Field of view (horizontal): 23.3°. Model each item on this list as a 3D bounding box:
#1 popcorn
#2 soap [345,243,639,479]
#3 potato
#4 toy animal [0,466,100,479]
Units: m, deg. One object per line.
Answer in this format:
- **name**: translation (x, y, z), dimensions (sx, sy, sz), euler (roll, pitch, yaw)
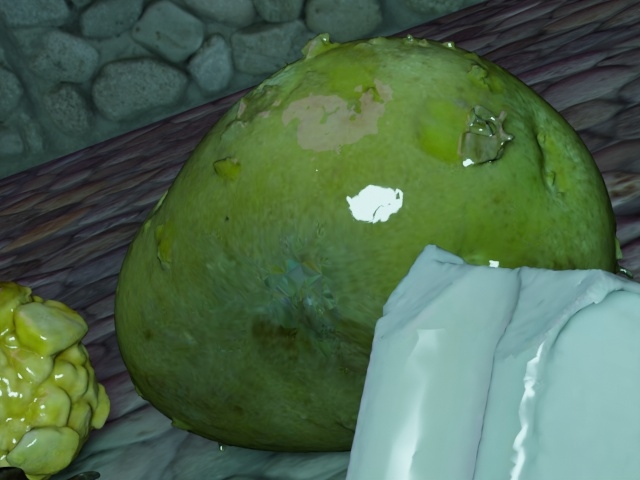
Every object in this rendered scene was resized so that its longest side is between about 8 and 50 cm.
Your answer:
- **popcorn**: translation (-0.250, 0.131, 1.234), dimensions (0.194, 0.163, 0.140), euler (-51, -16, 18)
- **soap**: translation (0.137, 0.171, 0.651), dimensions (0.258, 0.302, 0.159), euler (19, -11, -25)
- **potato**: translation (0.005, 0.013, 1.006), dimensions (0.359, 0.269, 0.219), euler (-18, 22, 35)
- **toy animal**: translation (-0.117, 0.203, 0.752), dimensions (0.272, 0.160, 0.197), euler (-58, 0, 35)
